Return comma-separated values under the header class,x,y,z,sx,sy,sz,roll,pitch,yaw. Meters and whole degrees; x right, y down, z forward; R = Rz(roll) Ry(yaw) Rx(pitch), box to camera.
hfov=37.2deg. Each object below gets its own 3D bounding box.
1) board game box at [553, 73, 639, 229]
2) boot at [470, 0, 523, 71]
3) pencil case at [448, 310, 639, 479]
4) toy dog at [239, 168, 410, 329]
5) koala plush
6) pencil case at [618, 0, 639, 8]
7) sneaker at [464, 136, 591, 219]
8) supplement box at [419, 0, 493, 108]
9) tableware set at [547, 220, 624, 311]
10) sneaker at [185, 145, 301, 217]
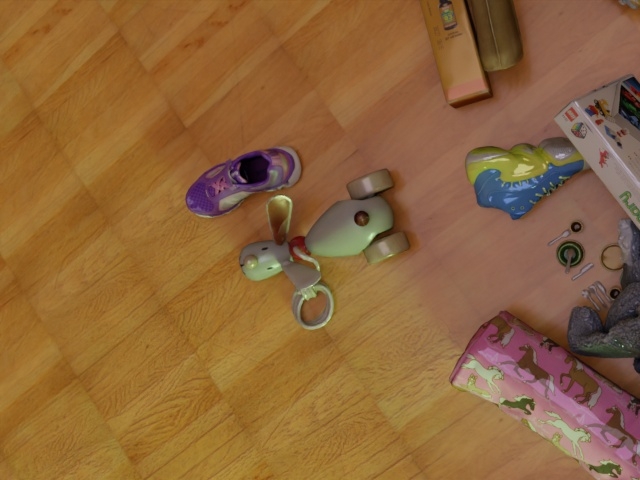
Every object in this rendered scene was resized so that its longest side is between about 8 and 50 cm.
class,x,y,z,sx,sy,sz,roll,pitch,yaw
board game box,0.520,-0.111,1.488,0.305,0.193,0.053,55,139,11
boot,0.281,-0.441,1.596,0.089,0.236,0.270,-9,111,28
pencil case,0.405,0.275,1.547,0.386,0.167,0.160,33,90,16
toy dog,0.000,0.000,1.684,0.333,0.161,0.220,-42,78,15
koala plush,0.525,0.084,1.491,0.196,0.203,0.221,19,73,-11
pencil case,0.432,-0.482,1.520,0.273,0.113,0.124,29,130,0
sneaker,0.368,-0.103,1.607,0.240,0.091,0.126,-2,109,19
supplement box,0.230,-0.352,1.644,0.078,0.080,0.234,-15,88,18
tableware set,0.462,0.036,1.597,0.104,0.024,0.154,-37,79,16
sneaker,-0.158,-0.113,1.768,0.236,0.104,0.095,-21,85,19
